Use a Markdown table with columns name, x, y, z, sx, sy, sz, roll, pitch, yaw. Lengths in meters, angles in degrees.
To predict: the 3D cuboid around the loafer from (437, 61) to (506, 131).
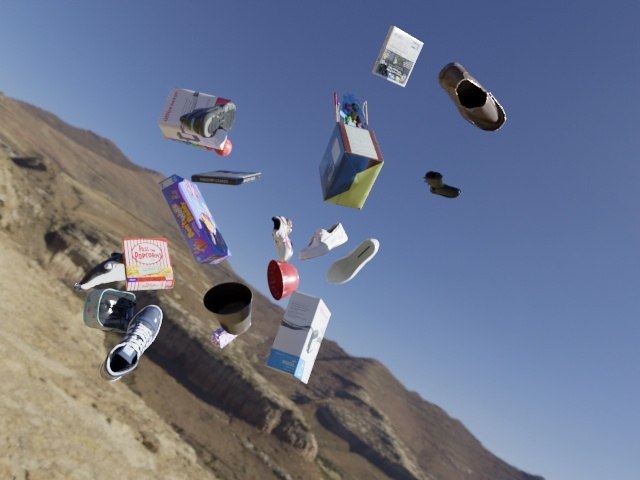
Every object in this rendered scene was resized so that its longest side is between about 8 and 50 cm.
| name | x | y | z | sx | sy | sz | roll | pitch | yaw |
| --- | --- | --- | --- | --- | --- | --- | --- | --- | --- |
| loafer | 0.584 | -0.516 | 1.870 | 0.366 | 0.134 | 0.130 | 28 | 28 | -31 |

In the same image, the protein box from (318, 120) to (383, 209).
| name | x | y | z | sx | sy | sz | roll | pitch | yaw |
| --- | --- | --- | --- | --- | --- | --- | --- | --- | --- |
| protein box | 0.095 | -0.251 | 1.645 | 0.136 | 0.201 | 0.200 | 12 | -52 | -16 |

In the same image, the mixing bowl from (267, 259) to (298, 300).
| name | x | y | z | sx | sy | sz | roll | pitch | yaw |
| --- | --- | --- | --- | --- | --- | --- | --- | --- | --- |
| mixing bowl | -0.158 | 0.169 | 2.176 | 0.098 | 0.181 | 0.181 | -6 | 7 | -29 |

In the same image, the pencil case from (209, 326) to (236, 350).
| name | x | y | z | sx | sy | sz | roll | pitch | yaw |
| --- | --- | --- | --- | --- | --- | --- | --- | --- | --- |
| pencil case | -0.412 | 0.409 | 2.248 | 0.086 | 0.206 | 0.088 | 42 | -41 | 14 |

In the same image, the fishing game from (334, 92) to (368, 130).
| name | x | y | z | sx | sy | sz | roll | pitch | yaw |
| --- | --- | --- | --- | --- | --- | --- | --- | --- | --- |
| fishing game | 0.128 | -0.464 | 1.859 | 0.041 | 0.189 | 0.264 | -1 | 2 | 31 |

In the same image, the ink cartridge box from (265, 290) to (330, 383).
| name | x | y | z | sx | sy | sz | roll | pitch | yaw |
| --- | --- | --- | --- | --- | --- | --- | --- | --- | --- |
| ink cartridge box | -0.080 | 0.384 | 1.947 | 0.129 | 0.307 | 0.223 | 14 | -20 | 18 |

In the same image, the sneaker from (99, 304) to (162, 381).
| name | x | y | z | sx | sy | sz | roll | pitch | yaw |
| --- | --- | --- | --- | --- | --- | --- | --- | --- | --- |
| sneaker | -0.597 | 0.324 | 1.587 | 0.099 | 0.282 | 0.153 | 37 | -30 | -12 |

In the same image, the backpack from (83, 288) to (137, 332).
| name | x | y | z | sx | sy | sz | roll | pitch | yaw |
| --- | --- | --- | --- | --- | --- | --- | --- | --- | --- |
| backpack | -0.824 | 0.268 | 1.900 | 0.144 | 0.166 | 0.188 | 0 | -15 | 15 |

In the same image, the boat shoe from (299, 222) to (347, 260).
| name | x | y | z | sx | sy | sz | roll | pitch | yaw |
| --- | --- | --- | --- | --- | --- | --- | --- | --- | --- |
| boat shoe | 0.000 | 0.000 | 1.995 | 0.098 | 0.277 | 0.096 | -8 | -76 | 40 |

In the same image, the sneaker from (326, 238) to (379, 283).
| name | x | y | z | sx | sy | sz | roll | pitch | yaw |
| --- | --- | --- | --- | --- | --- | --- | --- | --- | --- |
| sneaker | 0.136 | 0.086 | 1.956 | 0.094 | 0.258 | 0.091 | 56 | 22 | 11 |

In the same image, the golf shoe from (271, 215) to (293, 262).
| name | x | y | z | sx | sy | sz | roll | pitch | yaw |
| --- | --- | --- | --- | --- | --- | --- | --- | --- | --- |
| golf shoe | -0.154 | -0.004 | 1.873 | 0.086 | 0.186 | 0.067 | 17 | -34 | -40 |

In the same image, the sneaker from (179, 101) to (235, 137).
| name | x | y | z | sx | sy | sz | roll | pitch | yaw |
| --- | --- | --- | --- | --- | --- | --- | --- | --- | --- |
| sneaker | -0.366 | -0.414 | 1.644 | 0.106 | 0.101 | 0.267 | 15 | 24 | 10 |

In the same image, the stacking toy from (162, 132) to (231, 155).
| name | x | y | z | sx | sy | sz | roll | pitch | yaw |
| --- | --- | --- | --- | --- | --- | --- | --- | --- | --- |
| stacking toy | -0.599 | -0.513 | 2.436 | 0.330 | 0.141 | 0.141 | 20 | -11 | -11 |

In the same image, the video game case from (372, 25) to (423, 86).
| name | x | y | z | sx | sy | sz | roll | pitch | yaw |
| --- | --- | --- | --- | --- | --- | --- | --- | --- | --- |
| video game case | 0.289 | -0.683 | 1.839 | 0.190 | 0.173 | 0.022 | 3 | 27 | -46 |

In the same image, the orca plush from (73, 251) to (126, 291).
| name | x | y | z | sx | sy | sz | roll | pitch | yaw |
| --- | --- | --- | --- | --- | --- | --- | --- | --- | --- |
| orca plush | -0.739 | 0.097 | 1.776 | 0.102 | 0.287 | 0.151 | 58 | -5 | 37 |

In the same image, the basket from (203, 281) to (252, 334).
| name | x | y | z | sx | sy | sz | roll | pitch | yaw |
| --- | --- | --- | --- | --- | --- | --- | --- | --- | --- |
| basket | -0.377 | 0.302 | 2.119 | 0.204 | 0.154 | 0.227 | -5 | -36 | -1 |

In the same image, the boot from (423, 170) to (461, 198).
| name | x | y | z | sx | sy | sz | roll | pitch | yaw |
| --- | --- | --- | --- | --- | --- | --- | --- | --- | --- |
| boot | 0.423 | -0.196 | 1.713 | 0.121 | 0.045 | 0.099 | 15 | -24 | 32 |

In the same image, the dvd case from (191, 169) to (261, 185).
| name | x | y | z | sx | sy | sz | roll | pitch | yaw |
| --- | --- | --- | --- | --- | --- | --- | --- | --- | --- |
| dvd case | -0.349 | -0.238 | 1.851 | 0.179 | 0.030 | 0.238 | 6 | 14 | 13 |

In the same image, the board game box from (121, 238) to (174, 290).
| name | x | y | z | sx | sy | sz | roll | pitch | yaw |
| --- | --- | --- | --- | --- | --- | --- | --- | --- | --- |
| board game box | -0.582 | 0.077 | 1.655 | 0.045 | 0.146 | 0.193 | -64 | -142 | 40 |

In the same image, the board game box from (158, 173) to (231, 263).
| name | x | y | z | sx | sy | sz | roll | pitch | yaw |
| --- | --- | --- | --- | --- | --- | --- | --- | --- | --- |
| board game box | -0.495 | -0.077 | 1.965 | 0.347 | 0.078 | 0.233 | 63 | 4 | 6 |

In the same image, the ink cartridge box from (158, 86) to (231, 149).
| name | x | y | z | sx | sy | sz | roll | pitch | yaw |
| --- | --- | --- | --- | --- | --- | --- | --- | --- | --- |
| ink cartridge box | -0.472 | -0.467 | 1.885 | 0.237 | 0.172 | 0.100 | 14 | -17 | 4 |
